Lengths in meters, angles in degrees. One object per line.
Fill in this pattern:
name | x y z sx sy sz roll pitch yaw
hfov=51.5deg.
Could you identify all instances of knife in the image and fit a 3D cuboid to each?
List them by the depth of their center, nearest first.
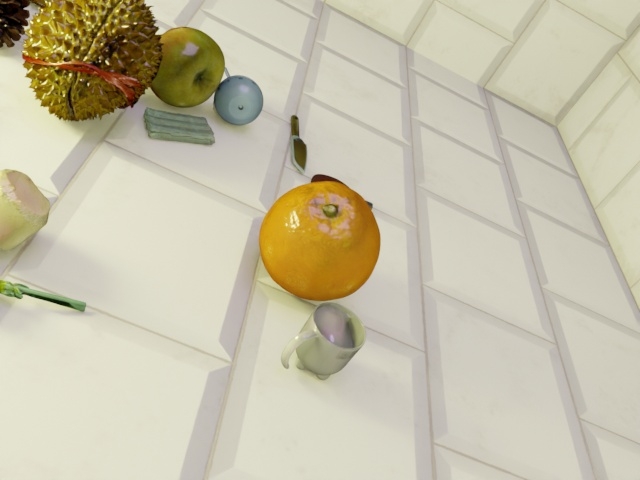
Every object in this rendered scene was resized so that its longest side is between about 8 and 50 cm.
knife | -0.071 -0.331 2.249 0.061 0.027 0.343 23 35 -21

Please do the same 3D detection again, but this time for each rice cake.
rice cake | -0.416 -0.337 1.970 0.211 0.038 0.124 6 42 -34

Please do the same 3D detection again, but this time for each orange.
orange | 0.000 0.000 1.657 0.312 0.312 0.312 21 36 -16

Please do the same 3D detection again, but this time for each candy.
candy | -0.583 0.097 1.280 0.262 0.073 0.077 22 -5 -31

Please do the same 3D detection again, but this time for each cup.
cup | 0.004 0.244 1.488 0.134 0.142 0.173 37 34 5

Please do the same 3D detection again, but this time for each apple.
apple | -0.411 -0.527 2.030 0.194 0.260 0.261 38 33 27

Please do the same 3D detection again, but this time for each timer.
timer | -0.289 -0.464 2.163 0.175 0.175 0.255 3 16 -36

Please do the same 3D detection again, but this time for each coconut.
coconut | -0.645 -0.056 1.345 0.147 0.153 0.147 53 10 -13

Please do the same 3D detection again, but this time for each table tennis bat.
table tennis bat | 0.070 -0.153 2.146 0.220 0.019 0.130 24 34 -10

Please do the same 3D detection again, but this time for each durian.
durian | -0.600 -0.486 1.743 0.348 0.347 0.384 32 68 0

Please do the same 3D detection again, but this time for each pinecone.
pinecone | -0.895 -0.625 1.820 0.208 0.207 0.207 21 36 -16

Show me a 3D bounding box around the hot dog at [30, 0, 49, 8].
hot dog | -0.843 -0.786 2.157 0.270 0.082 0.162 34 42 -12
